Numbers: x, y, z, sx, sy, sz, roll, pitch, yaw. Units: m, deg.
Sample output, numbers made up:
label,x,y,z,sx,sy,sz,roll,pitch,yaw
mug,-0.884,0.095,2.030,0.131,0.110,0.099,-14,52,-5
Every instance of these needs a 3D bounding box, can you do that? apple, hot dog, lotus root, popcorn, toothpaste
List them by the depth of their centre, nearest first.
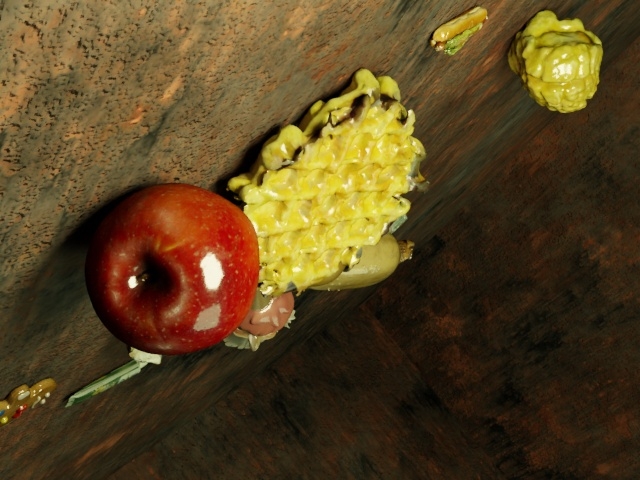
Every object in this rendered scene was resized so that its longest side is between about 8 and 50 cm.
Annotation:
label,x,y,z,sx,sy,sz,roll,pitch,yaw
apple,-0.185,0.035,1.018,0.218,0.218,0.201,-42,167,17
hot dog,0.232,-0.344,1.316,0.133,0.041,0.056,-34,168,-27
popcorn,0.482,-0.365,1.661,0.226,0.203,0.200,-45,150,-39
toothpaste,-0.455,0.302,1.709,0.204,0.031,0.049,-27,162,-43
lotus root,0.079,0.042,1.892,0.342,0.152,0.169,-1,170,-30

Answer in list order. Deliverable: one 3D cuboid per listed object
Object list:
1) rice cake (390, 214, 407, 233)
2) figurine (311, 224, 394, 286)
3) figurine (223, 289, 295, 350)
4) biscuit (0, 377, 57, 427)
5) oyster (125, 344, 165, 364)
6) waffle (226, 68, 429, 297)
label,x,y,z,sx,sy,sz,roll,pitch,yaw
rice cake,0.112,-0.034,2.015,0.211,0.124,0.038,-37,163,19
figurine,0.001,0.001,1.632,0.285,0.167,0.342,-36,169,-19
figurine,-0.142,0.162,1.764,0.207,0.166,0.387,9,160,-14
biscuit,-0.548,0.300,1.395,0.205,0.031,0.138,-28,165,-51
oyster,-0.285,0.154,1.537,0.198,0.092,0.260,-39,160,-4
waffle,0.012,-0.074,1.297,0.379,0.095,0.382,-39,145,-13
